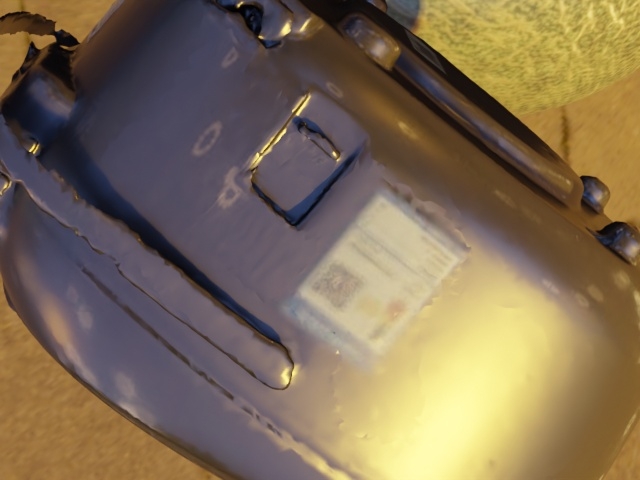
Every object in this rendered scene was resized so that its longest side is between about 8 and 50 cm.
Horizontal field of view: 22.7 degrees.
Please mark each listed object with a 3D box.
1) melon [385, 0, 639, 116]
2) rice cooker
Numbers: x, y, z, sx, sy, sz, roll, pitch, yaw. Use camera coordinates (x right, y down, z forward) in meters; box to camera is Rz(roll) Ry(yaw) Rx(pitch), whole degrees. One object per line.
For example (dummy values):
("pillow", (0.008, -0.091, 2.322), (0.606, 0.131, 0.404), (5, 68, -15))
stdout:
("melon", (0.021, -0.178, 0.592), (0.329, 0.248, 0.249), (22, 110, -28))
("rice cooker", (-0.001, 0.000, 0.426), (0.203, 0.142, 0.118), (37, 103, -13))
